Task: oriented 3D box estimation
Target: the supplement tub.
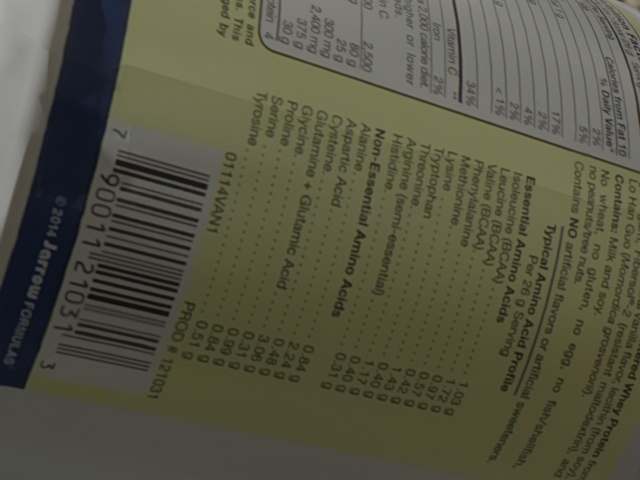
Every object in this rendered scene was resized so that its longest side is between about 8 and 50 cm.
[{"bbox_3d":[0.000,0.000,0.456,0.235,0.324,0.235,-42,40,50],"label":"supplement tub"}]
